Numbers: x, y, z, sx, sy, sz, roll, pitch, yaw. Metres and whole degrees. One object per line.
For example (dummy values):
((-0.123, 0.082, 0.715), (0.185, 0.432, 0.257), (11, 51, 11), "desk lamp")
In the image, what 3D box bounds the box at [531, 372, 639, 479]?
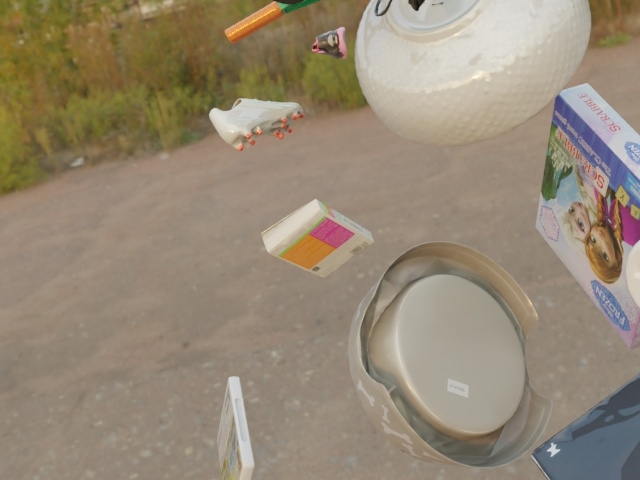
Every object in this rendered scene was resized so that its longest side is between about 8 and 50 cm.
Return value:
((0.439, 0.279, 0.953), (0.296, 0.294, 0.183), (-38, 21, 3), "box")

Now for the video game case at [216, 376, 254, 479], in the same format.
((-0.169, 0.418, 1.775), (0.026, 0.227, 0.206), (0, 44, -16), "video game case")

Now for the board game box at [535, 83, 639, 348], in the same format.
((0.475, -0.039, 1.487), (0.065, 0.318, 0.319), (-17, 46, -11), "board game box")

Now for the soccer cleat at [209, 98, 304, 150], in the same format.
((-0.095, -0.197, 1.419), (0.068, 0.076, 0.196), (-48, -12, 34), "soccer cleat")

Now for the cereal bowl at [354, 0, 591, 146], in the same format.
((0.190, -0.305, 1.254), (0.339, 0.141, 0.339), (-16, 55, 25), "cereal bowl")

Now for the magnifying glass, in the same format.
((-0.038, -0.358, 1.334), (0.231, 0.026, 0.092), (-29, -8, 13), "magnifying glass")

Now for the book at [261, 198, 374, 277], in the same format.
((0.000, 0.000, 1.250), (0.096, 0.035, 0.144), (-35, -34, 18), "book")

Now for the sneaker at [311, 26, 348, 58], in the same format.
((0.014, -0.311, 1.433), (0.057, 0.047, 0.119), (-12, 2, 1), "sneaker")

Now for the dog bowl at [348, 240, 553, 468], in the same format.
((0.195, 0.180, 1.379), (0.348, 0.349, 0.102), (-27, -6, -38), "dog bowl")

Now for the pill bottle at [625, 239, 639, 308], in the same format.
((0.468, 0.020, 1.099), (0.117, 0.118, 0.208), (2, 17, 43), "pill bottle")

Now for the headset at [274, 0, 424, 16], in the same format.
((0.013, -0.403, 1.098), (0.243, 0.185, 0.394), (-26, 52, -16), "headset")
